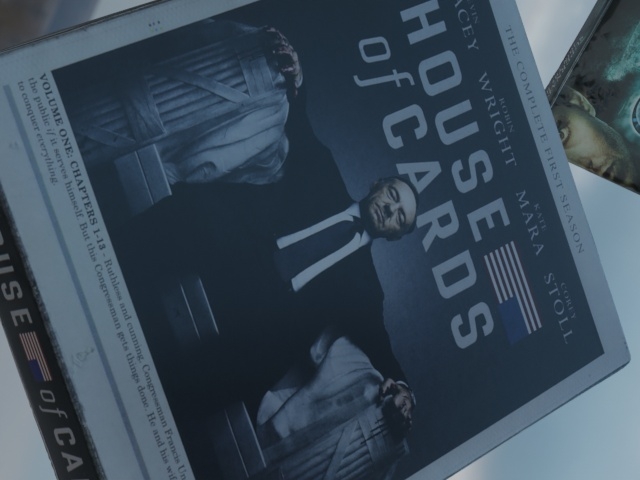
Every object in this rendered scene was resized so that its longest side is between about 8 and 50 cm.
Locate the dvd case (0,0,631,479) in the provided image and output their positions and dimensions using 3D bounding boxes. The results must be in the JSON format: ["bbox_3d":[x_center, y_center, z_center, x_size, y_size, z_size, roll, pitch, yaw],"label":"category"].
[{"bbox_3d":[0.000,0.000,0.620,0.238,0.179,0.029,-25,-171,-42],"label":"dvd case"}]

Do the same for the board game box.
[{"bbox_3d":[0.205,-0.106,1.007,0.026,0.126,0.186,-87,-158,-63],"label":"board game box"}]
